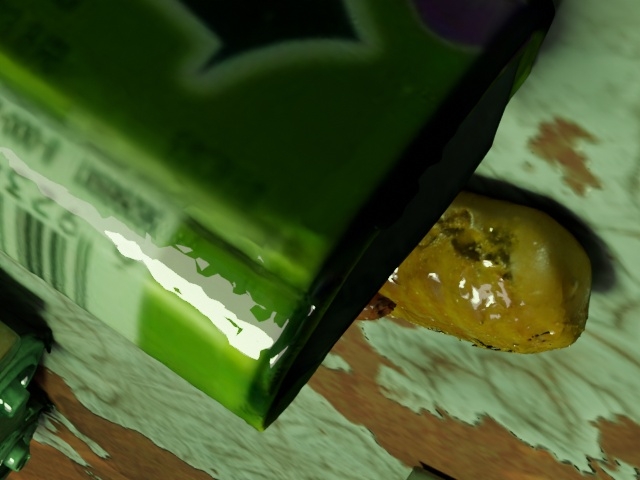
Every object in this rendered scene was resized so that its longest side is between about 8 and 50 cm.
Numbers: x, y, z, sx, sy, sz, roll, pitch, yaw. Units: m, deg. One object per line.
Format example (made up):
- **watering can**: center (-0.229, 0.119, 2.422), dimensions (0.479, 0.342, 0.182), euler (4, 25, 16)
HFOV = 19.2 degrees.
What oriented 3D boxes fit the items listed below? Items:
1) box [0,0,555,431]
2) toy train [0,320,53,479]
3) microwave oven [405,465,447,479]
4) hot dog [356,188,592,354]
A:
- **box**: center (-0.114, -0.098, 0.498), dimensions (0.345, 0.134, 0.097), euler (33, 155, 7)
- **toy train**: center (-0.251, 0.108, 1.126), dimensions (0.129, 0.159, 0.326), euler (37, 161, 5)
- **microwave oven**: center (0.090, 0.226, 0.866), dimensions (0.163, 0.129, 0.205), euler (22, 154, 33)
- **hot dog**: center (0.000, 0.000, 0.643), dimensions (0.216, 0.047, 0.066), euler (19, 156, 40)
